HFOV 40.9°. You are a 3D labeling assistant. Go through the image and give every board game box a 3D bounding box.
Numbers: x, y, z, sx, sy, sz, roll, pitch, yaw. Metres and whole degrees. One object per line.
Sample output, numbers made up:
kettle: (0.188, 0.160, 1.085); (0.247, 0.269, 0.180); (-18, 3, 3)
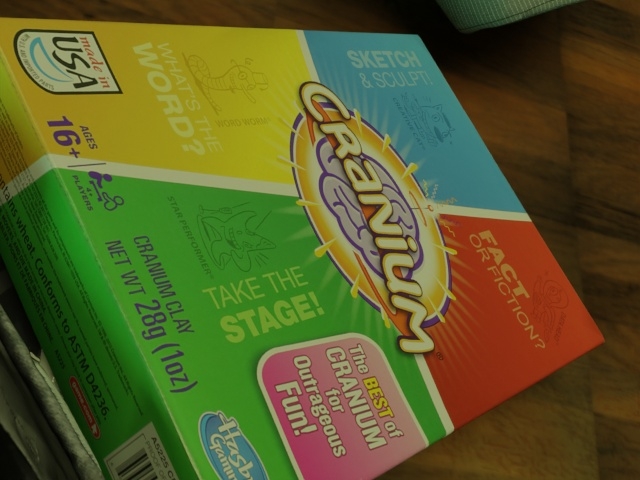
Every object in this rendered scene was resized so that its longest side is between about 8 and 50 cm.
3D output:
board game box: (0.000, 0.000, 0.457); (0.316, 0.064, 0.242); (-14, 70, -48)

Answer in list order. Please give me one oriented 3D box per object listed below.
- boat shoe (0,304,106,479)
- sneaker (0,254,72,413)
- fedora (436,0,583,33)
boat shoe: (-0.179, 0.016, 0.312); (0.301, 0.102, 0.108); (50, 33, 17)
sneaker: (-0.166, 0.020, 0.426); (0.097, 0.084, 0.235); (-3, 59, -15)
fedora: (0.148, -0.231, 0.635); (0.275, 0.243, 0.124); (-38, 113, -43)
